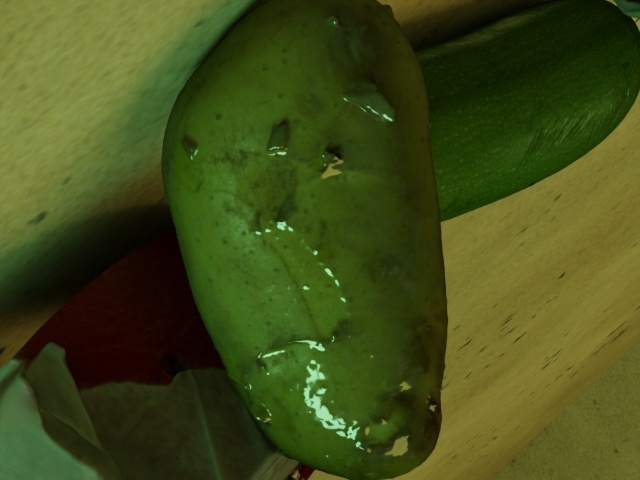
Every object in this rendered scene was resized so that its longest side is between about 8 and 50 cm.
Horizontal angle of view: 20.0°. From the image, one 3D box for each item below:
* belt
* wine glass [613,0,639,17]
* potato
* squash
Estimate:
[{"bbox_3d":[-0.081,0.110,0.820,0.227,0.115,0.324,-53,172,5],"label":"belt"},{"bbox_3d":[0.187,-0.156,0.776,0.183,0.122,0.122,-21,159,-40],"label":"wine glass"},{"bbox_3d":[0.000,0.000,0.680,0.105,0.188,0.085,-11,-174,22],"label":"potato"},{"bbox_3d":[0.071,-0.057,0.849,0.292,0.082,0.082,-24,160,-46],"label":"squash"}]
